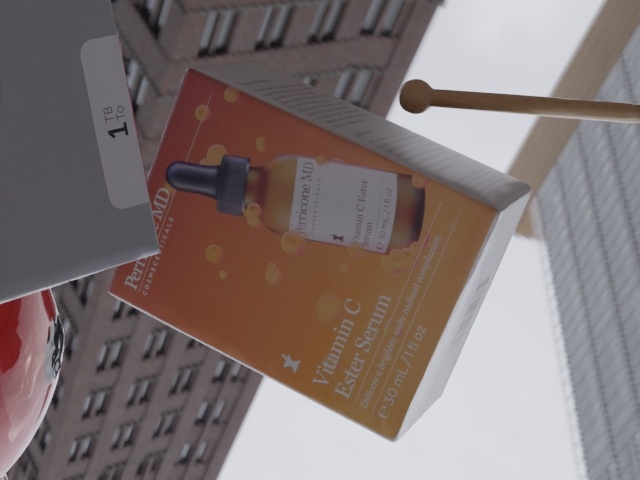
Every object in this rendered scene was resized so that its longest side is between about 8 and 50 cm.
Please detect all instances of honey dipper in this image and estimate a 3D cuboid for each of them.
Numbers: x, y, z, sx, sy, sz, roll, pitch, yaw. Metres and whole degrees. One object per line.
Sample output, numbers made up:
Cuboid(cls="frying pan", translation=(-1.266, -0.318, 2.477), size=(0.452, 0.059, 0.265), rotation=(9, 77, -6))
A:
Cuboid(cls="honey dipper", translation=(0.118, -0.065, 0.653), size=(0.160, 0.030, 0.030), rotation=(4, -137, 11))

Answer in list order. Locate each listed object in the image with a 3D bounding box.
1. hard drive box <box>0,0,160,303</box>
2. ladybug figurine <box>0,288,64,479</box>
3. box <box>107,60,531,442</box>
Cuboid(cls="hard drive box", translation=(-0.181, -0.075, 0.577), size=(0.089, 0.181, 0.232), rotation=(-17, -166, -35))
Cuboid(cls="ladybug figurine", translation=(-0.310, -0.016, 0.932), size=(0.162, 0.305, 0.449), rotation=(-27, -77, -21))
Cuboid(cls="box", translation=(0.000, 0.000, 0.674), size=(0.170, 0.130, 0.091), rotation=(25, -164, 14))
